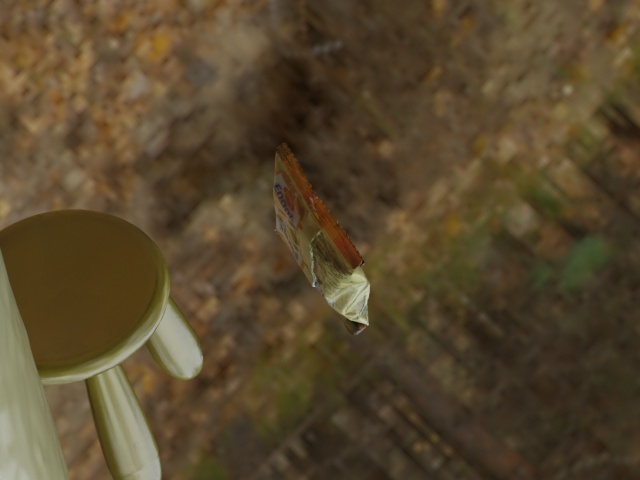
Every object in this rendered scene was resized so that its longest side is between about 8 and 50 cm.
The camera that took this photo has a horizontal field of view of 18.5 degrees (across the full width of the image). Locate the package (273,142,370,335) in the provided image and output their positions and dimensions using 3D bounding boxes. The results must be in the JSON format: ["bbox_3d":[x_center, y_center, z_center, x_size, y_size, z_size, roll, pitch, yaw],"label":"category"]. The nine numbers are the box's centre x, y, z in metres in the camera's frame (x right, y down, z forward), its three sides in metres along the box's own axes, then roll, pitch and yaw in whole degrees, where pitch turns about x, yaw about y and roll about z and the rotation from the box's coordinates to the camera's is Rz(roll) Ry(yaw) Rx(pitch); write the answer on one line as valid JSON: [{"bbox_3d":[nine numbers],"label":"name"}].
[{"bbox_3d":[0.000,0.001,1.373,0.031,0.108,0.121,-30,158,-11],"label":"package"}]

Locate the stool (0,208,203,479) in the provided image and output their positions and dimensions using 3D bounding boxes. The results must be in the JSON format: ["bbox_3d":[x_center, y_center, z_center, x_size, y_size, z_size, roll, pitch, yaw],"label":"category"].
[{"bbox_3d":[-0.126,0.058,1.009,0.135,0.134,0.110,-28,139,-17],"label":"stool"}]

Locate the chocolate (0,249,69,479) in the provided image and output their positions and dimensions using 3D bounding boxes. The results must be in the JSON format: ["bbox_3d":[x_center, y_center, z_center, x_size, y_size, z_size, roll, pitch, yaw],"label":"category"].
[{"bbox_3d":[-0.236,0.099,0.587,0.314,0.326,0.297,-69,163,-47],"label":"chocolate"}]
